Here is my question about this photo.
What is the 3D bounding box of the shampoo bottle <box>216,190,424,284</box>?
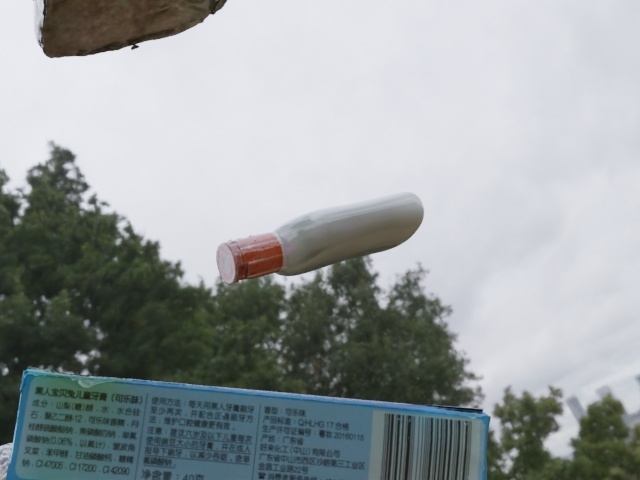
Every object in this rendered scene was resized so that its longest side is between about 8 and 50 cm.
[{"bbox_3d":[0.000,0.000,0.757,0.220,0.051,0.108,-14,-14,-33],"label":"shampoo bottle"}]

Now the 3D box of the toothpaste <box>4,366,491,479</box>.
[{"bbox_3d":[-0.037,0.118,0.434,0.266,0.065,0.050,6,-11,-4],"label":"toothpaste"}]

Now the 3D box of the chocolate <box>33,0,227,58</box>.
[{"bbox_3d":[-0.153,-0.276,0.607,0.185,0.100,0.303,-23,-16,-28],"label":"chocolate"}]

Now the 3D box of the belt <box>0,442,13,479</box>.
[{"bbox_3d":[-0.274,0.313,0.655,0.150,0.207,0.257,-29,24,-22],"label":"belt"}]
